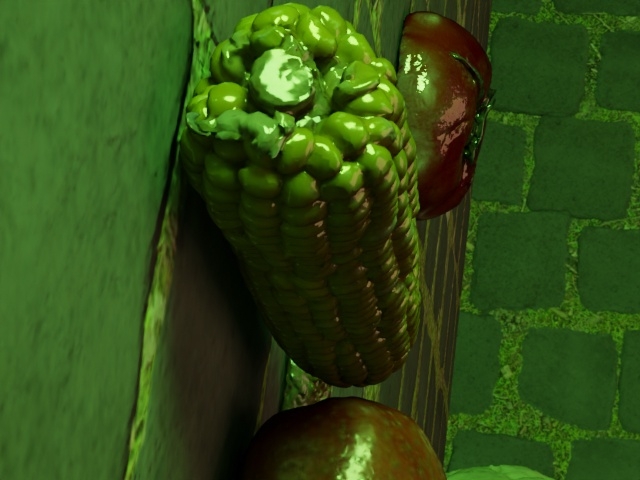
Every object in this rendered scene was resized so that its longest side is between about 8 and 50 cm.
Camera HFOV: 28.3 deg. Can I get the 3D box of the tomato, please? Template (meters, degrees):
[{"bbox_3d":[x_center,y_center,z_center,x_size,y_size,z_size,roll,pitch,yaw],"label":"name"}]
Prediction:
[{"bbox_3d":[0.133,-0.129,1.344,0.228,0.101,0.228,8,90,-80],"label":"tomato"}]

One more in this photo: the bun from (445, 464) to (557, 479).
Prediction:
[{"bbox_3d":[0.192,0.352,1.313,0.349,0.352,0.227,-15,-126,58],"label":"bun"}]

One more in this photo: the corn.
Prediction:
[{"bbox_3d":[0.001,-0.005,0.622,0.313,0.102,0.102,78,19,-67],"label":"corn"}]

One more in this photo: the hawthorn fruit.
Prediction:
[{"bbox_3d":[0.009,0.150,0.683,0.133,0.133,0.138,71,10,-68],"label":"hawthorn fruit"}]

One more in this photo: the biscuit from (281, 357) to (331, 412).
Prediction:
[{"bbox_3d":[-0.011,0.167,0.846,0.126,0.025,0.206,28,68,-80],"label":"biscuit"}]
